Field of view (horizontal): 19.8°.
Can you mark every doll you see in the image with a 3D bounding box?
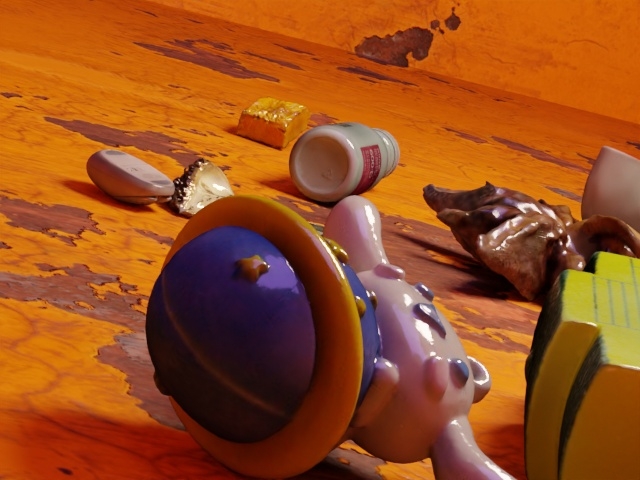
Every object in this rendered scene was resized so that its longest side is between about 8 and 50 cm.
[{"bbox_3d":[0.009,0.102,1.188,0.311,0.159,0.242,51,15,29],"label":"doll"}]

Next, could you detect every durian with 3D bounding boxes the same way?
[{"bbox_3d":[-0.130,-0.045,1.898,0.066,0.052,0.130,57,23,5],"label":"durian"}]

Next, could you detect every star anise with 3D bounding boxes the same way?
[{"bbox_3d":[0.268,0.012,1.986,0.292,0.109,0.349,9,14,-11],"label":"star anise"}]

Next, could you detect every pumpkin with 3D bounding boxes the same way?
[{"bbox_3d":[-0.063,-0.155,2.429,0.074,0.054,0.083,17,32,19],"label":"pumpkin"}]

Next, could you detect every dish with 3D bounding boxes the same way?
[{"bbox_3d":[0.407,0.001,2.124,0.256,0.117,0.256,31,1,-1],"label":"dish"}]

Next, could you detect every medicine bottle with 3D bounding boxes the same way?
[{"bbox_3d":[0.035,-0.098,2.204,0.090,0.090,0.216,20,11,15],"label":"medicine bottle"}]

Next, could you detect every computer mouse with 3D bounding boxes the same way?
[{"bbox_3d":[-0.193,-0.058,1.833,0.096,0.039,0.066,31,17,24],"label":"computer mouse"}]

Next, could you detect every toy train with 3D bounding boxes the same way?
[{"bbox_3d":[0.286,0.122,1.365,0.272,0.179,0.442,11,12,5],"label":"toy train"}]

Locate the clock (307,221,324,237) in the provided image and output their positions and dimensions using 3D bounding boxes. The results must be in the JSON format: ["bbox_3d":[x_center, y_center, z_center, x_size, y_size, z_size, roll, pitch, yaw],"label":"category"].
[{"bbox_3d":[0.000,0.000,1.881,0.085,0.017,0.085,16,11,-3],"label":"clock"}]
